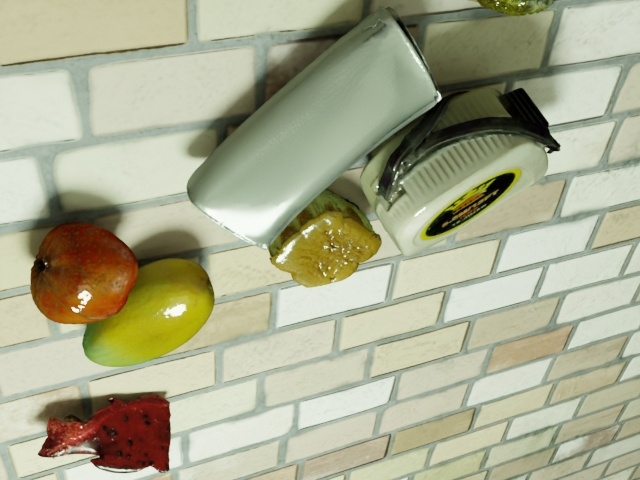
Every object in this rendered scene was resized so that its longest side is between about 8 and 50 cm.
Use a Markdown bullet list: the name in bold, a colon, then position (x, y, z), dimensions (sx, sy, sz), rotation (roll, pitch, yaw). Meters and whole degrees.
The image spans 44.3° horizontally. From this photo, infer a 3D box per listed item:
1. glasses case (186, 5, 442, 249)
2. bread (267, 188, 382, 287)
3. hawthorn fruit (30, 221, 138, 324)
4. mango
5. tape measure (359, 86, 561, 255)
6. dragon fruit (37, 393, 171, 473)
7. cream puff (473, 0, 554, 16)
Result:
- **glasses case**: position (-0.007, -0.124, 0.908), dimensions (0.308, 0.083, 0.128), rotation (-39, 111, 10)
- **bread**: position (0.000, 0.000, 1.064), dimensions (0.128, 0.069, 0.140), rotation (-45, 136, 17)
- **hawthorn fruit**: position (-0.274, 0.039, 0.915), dimensions (0.128, 0.128, 0.128), rotation (-16, 137, -16)
- **mango**: position (-0.222, 0.097, 1.015), dimensions (0.194, 0.092, 0.130), rotation (-31, 140, 8)
- **tape measure**: position (0.182, -0.110, 0.991), dimensions (0.271, 0.133, 0.231), rotation (-30, 163, 2)
- **dragon fruit**: position (-0.315, 0.305, 1.152), dimensions (0.192, 0.123, 0.092), rotation (2, 144, -34)
- **cream puff**: position (0.202, -0.308, 0.802), dimensions (0.183, 0.169, 0.183), rotation (-15, 135, -16)
